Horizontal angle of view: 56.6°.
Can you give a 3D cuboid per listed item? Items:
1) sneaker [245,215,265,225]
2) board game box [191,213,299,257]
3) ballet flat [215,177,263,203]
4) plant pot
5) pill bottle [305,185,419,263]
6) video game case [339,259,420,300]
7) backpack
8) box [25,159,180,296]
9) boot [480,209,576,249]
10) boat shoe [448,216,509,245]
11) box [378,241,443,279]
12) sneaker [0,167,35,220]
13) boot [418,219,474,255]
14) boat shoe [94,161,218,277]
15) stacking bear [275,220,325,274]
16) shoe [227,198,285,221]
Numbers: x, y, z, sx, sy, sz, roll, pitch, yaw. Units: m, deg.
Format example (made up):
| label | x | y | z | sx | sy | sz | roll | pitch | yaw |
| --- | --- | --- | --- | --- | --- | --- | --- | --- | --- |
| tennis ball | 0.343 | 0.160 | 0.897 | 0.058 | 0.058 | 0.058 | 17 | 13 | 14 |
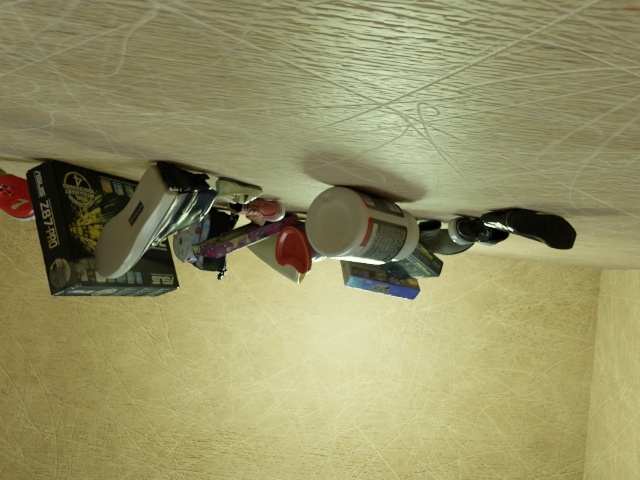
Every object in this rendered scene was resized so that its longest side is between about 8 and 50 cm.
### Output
| label | x | y | z | sx | sy | sz | roll | pitch | yaw |
| --- | --- | --- | --- | --- | --- | --- | --- | --- | --- |
| sneaker | -0.232 | -0.093 | 2.130 | 0.070 | 0.051 | 0.134 | 31 | -174 | -14 |
| board game box | -0.271 | -0.021 | 2.152 | 0.347 | 0.056 | 0.208 | -23 | -171 | -30 |
| ballet flat | -0.200 | -0.114 | 1.443 | 0.057 | 0.052 | 0.168 | 4 | 177 | 31 |
| plant pot | -0.162 | 0.009 | 2.416 | 0.274 | 0.256 | 0.256 | 23 | 180 | 8 |
| pill bottle | 0.109 | -0.027 | 1.404 | 0.161 | 0.161 | 0.283 | 4 | 176 | 36 |
| video game case | 0.195 | 0.078 | 2.063 | 0.270 | 0.061 | 0.244 | 13 | -141 | -21 |
| backpack | -0.469 | -0.009 | 2.348 | 0.213 | 0.276 | 0.263 | 13 | -179 | -26 |
| box | -0.547 | -0.015 | 1.538 | 0.097 | 0.318 | 0.395 | -19 | 167 | 19 |
| boot | 0.502 | -0.035 | 1.438 | 0.198 | 0.076 | 0.137 | 21 | 177 | -20 |
| boat shoe | 0.448 | -0.026 | 1.655 | 0.229 | 0.080 | 0.076 | 12 | 157 | -40 |
| box | 0.247 | 0.043 | 1.879 | 0.233 | 0.059 | 0.183 | 35 | 154 | -29 |
| sneaker | -0.801 | -0.132 | 1.458 | 0.279 | 0.107 | 0.118 | 23 | 174 | 16 |
| boot | 0.376 | -0.015 | 1.875 | 0.247 | 0.083 | 0.161 | -11 | 154 | 5 |
| boat shoe | -0.369 | -0.030 | 1.344 | 0.158 | 0.127 | 0.340 | 3 | 141 | -50 |
| stacking bear | 0.000 | 0.000 | 2.167 | 0.289 | 0.164 | 0.175 | -15 | -155 | -42 |
| shoe | -0.191 | -0.093 | 1.754 | 0.178 | 0.063 | 0.081 | 10 | -175 | 39 |
